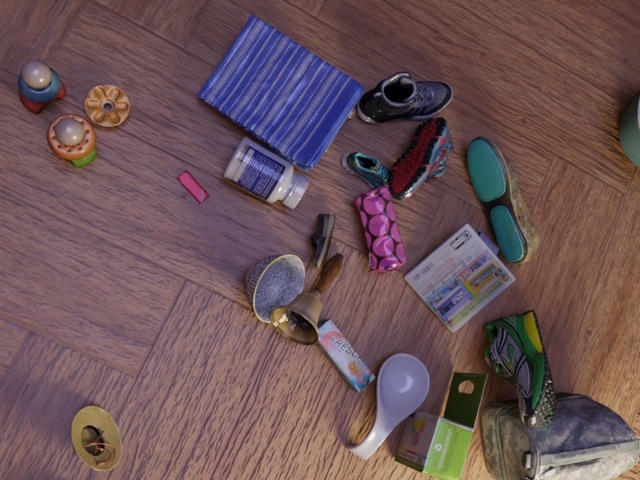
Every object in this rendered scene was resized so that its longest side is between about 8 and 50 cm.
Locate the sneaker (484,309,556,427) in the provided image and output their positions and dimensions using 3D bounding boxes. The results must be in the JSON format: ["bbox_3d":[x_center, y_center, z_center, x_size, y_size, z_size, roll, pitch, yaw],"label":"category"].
[{"bbox_3d":[0.479,0.315,1.665,0.146,0.343,0.134,-14,120,14],"label":"sneaker"}]

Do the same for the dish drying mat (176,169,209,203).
[{"bbox_3d":[-0.303,-0.128,1.642,0.032,0.008,0.083,-43,95,-15],"label":"dish drying mat"}]

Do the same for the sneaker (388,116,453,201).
[{"bbox_3d":[0.270,-0.185,1.742,0.261,0.104,0.125,-56,130,-23],"label":"sneaker"}]

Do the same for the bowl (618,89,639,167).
[{"bbox_3d":[0.965,-0.308,1.927,0.312,0.163,0.311,2,82,-14],"label":"bowl"}]

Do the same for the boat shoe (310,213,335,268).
[{"bbox_3d":[0.000,0.000,1.677,0.049,0.056,0.152,12,54,5],"label":"boat shoe"}]

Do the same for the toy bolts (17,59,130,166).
[{"bbox_3d":[-0.550,-0.311,1.521,0.228,0.158,0.218,45,74,-6],"label":"toy bolts"}]

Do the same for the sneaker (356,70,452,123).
[{"bbox_3d":[0.234,-0.365,1.742,0.269,0.153,0.101,-13,87,-16],"label":"sneaker"}]

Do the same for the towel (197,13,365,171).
[{"bbox_3d":[-0.094,-0.347,1.623,0.336,0.040,0.243,34,92,7],"label":"towel"}]

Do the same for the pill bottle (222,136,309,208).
[{"bbox_3d":[-0.127,-0.155,1.639,0.187,0.112,0.112,29,76,-9],"label":"pill bottle"}]

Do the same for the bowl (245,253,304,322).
[{"bbox_3d":[-0.122,0.099,1.609,0.080,0.170,0.170,23,73,34],"label":"bowl"}]

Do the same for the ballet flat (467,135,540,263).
[{"bbox_3d":[0.484,-0.110,1.808,0.123,0.123,0.348,-18,87,-17],"label":"ballet flat"}]

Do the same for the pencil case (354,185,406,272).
[{"bbox_3d":[0.146,-0.026,1.710,0.098,0.095,0.209,-13,84,0],"label":"pencil case"}]

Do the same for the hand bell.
[{"bbox_3d":[-0.007,0.118,1.640,0.126,0.126,0.242,39,52,-7],"label":"hand bell"}]

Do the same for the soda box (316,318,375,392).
[{"bbox_3d":[0.049,0.274,1.655,0.058,0.063,0.183,-39,94,-14],"label":"soda box"}]

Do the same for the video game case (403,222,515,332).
[{"bbox_3d":[0.351,0.095,1.746,0.212,0.023,0.193,-41,95,4],"label":"video game case"}]

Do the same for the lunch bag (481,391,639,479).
[{"bbox_3d":[0.570,0.493,1.667,0.305,0.256,0.212,-3,83,-15],"label":"lunch bag"}]

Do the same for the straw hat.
[{"bbox_3d":[-0.500,0.435,1.484,0.061,0.144,0.144,-27,90,23],"label":"straw hat"}]

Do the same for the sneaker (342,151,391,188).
[{"bbox_3d":[0.136,-0.172,1.730,0.167,0.076,0.064,25,78,-11],"label":"sneaker"}]

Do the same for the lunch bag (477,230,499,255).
[{"bbox_3d":[0.420,0.025,1.793,0.071,0.053,0.083,43,54,-6],"label":"lunch bag"}]

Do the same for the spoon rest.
[{"bbox_3d":[0.165,0.400,1.660,0.137,0.084,0.276,35,76,-8],"label":"spoon rest"}]

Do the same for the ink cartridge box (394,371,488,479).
[{"bbox_3d":[0.283,0.423,1.635,0.097,0.189,0.255,21,76,-10],"label":"ink cartridge box"}]

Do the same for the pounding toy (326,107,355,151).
[{"bbox_3d":[-0.004,-0.313,1.702,0.206,0.094,0.180,-14,86,-16],"label":"pounding toy"}]
